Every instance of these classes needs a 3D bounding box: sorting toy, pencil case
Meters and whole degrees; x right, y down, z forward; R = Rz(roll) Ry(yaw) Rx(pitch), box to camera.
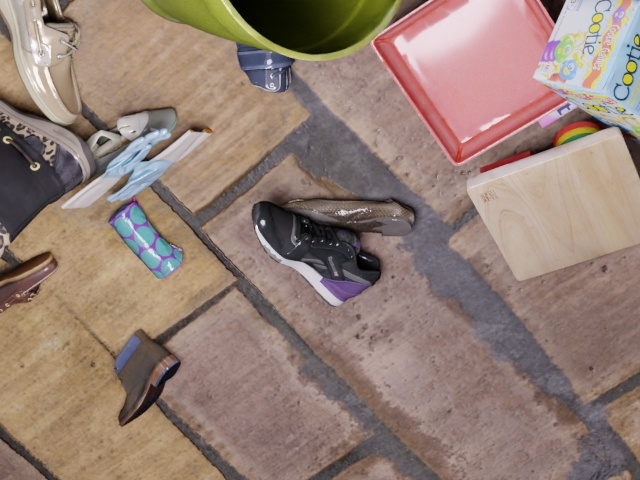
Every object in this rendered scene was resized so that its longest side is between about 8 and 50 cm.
[{"bbox_3d":[0.404,-0.076,1.786,0.255,0.089,0.257,-19,133,19],"label":"sorting toy"},{"bbox_3d":[-0.323,-0.003,1.992,0.070,0.064,0.152,-44,104,-15],"label":"pencil case"}]

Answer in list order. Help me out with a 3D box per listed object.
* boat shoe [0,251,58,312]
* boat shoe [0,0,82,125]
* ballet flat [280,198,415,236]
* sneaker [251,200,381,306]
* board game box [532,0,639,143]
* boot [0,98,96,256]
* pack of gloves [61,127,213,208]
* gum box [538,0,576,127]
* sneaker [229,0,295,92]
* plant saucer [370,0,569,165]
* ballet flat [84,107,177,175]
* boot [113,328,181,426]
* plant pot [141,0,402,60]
[{"bbox_3d":[-0.583,0.088,2.076,0.207,0.073,0.073,-23,111,26],"label":"boat shoe"},{"bbox_3d":[-0.467,-0.345,1.834,0.098,0.109,0.302,-13,107,16],"label":"boat shoe"},{"bbox_3d":[0.046,-0.048,1.920,0.250,0.058,0.084,2,148,14],"label":"ballet flat"},{"bbox_3d":[0.000,0.000,1.887,0.124,0.107,0.283,-28,134,26],"label":"sneaker"},{"bbox_3d":[0.479,-0.246,1.615,0.275,0.142,0.144,22,92,-37],"label":"board game box"},{"bbox_3d":[-0.613,-0.111,1.836,0.377,0.284,0.138,21,141,15],"label":"boot"},{"bbox_3d":[-0.327,-0.140,1.873,0.232,0.195,0.046,-36,78,22],"label":"pack of gloves"},{"bbox_3d":[0.357,-0.294,1.744,0.107,0.062,0.188,-32,106,22],"label":"gum box"},{"bbox_3d":[-0.038,-0.332,1.770,0.226,0.086,0.163,-4,104,22],"label":"sneaker"},{"bbox_3d":[0.256,-0.287,1.705,0.259,0.048,0.258,-30,106,23],"label":"plant saucer"},{"bbox_3d":[-0.354,-0.182,1.903,0.213,0.072,0.068,-28,141,22],"label":"ballet flat"},{"bbox_3d":[-0.368,0.275,2.139,0.106,0.082,0.219,45,120,12],"label":"boot"},{"bbox_3d":[-0.114,-0.444,1.554,0.353,0.366,0.366,11,126,52],"label":"plant pot"}]
